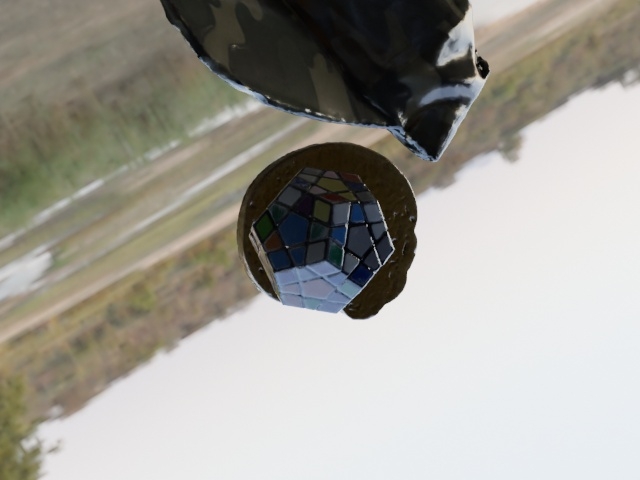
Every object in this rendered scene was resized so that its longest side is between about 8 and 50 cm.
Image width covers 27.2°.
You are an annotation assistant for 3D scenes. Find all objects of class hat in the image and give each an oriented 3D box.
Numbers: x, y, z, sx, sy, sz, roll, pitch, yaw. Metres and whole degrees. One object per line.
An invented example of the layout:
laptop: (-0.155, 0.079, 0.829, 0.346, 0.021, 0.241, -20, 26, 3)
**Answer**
hat: (-0.026, -0.247, 1.238, 0.257, 0.366, 0.381, -53, 147, -1)

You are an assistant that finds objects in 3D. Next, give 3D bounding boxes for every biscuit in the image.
biscuit: (0.006, -0.014, 1.362, 0.208, 0.181, 0.049, 9, -173, -28)

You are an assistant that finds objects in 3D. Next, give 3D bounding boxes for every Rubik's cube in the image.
Rubik's cube: (0.000, 0.000, 0.984, 0.111, 0.111, 0.093, -31, -159, -34)
